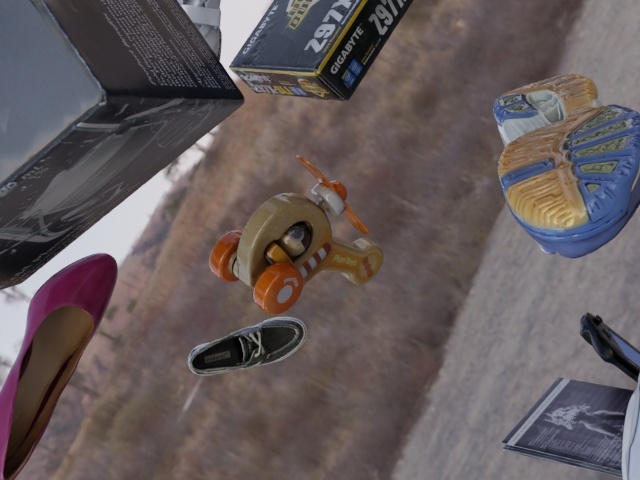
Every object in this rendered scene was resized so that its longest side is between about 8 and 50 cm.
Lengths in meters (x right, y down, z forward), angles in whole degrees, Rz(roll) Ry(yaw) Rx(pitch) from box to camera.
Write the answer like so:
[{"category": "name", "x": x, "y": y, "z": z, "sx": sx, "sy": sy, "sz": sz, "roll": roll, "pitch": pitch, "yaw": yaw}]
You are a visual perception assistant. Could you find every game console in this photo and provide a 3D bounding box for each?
[{"category": "game console", "x": 0.518, "y": 0.225, "z": 1.528, "sx": 0.044, "sy": 0.361, "sz": 0.213, "roll": -51, "pitch": 27, "yaw": 10}]

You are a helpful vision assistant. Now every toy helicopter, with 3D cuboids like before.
[{"category": "toy helicopter", "x": 0.000, "y": 0.000, "z": 1.715, "sx": 0.355, "sy": 0.140, "sz": 0.235, "roll": 14, "pitch": -75, "yaw": -53}]

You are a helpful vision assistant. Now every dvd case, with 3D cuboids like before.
[{"category": "dvd case", "x": 0.383, "y": 0.256, "z": 1.431, "sx": 0.164, "sy": 0.221, "sz": 0.018, "roll": -38, "pitch": -61, "yaw": -37}]

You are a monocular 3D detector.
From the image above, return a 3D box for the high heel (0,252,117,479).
[{"category": "high heel", "x": -0.410, "y": 0.198, "z": 1.622, "sx": 0.181, "sy": 0.127, "sz": 0.377, "roll": 28, "pitch": 84, "yaw": 50}]

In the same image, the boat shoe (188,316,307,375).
[{"category": "boat shoe", "x": -0.125, "y": 0.191, "z": 1.829, "sx": 0.219, "sy": 0.078, "sz": 0.070, "roll": -19, "pitch": -3, "yaw": -9}]

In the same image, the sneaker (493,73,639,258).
[{"category": "sneaker", "x": 0.205, "y": -0.038, "z": 0.820, "sx": 0.296, "sy": 0.111, "sz": 0.131, "roll": -68, "pitch": -38, "yaw": -66}]

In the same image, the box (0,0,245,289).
[{"category": "box", "x": -0.419, "y": -0.149, "z": 1.327, "sx": 0.480, "sy": 0.297, "sz": 0.472, "roll": -37, "pitch": -4, "yaw": 16}]

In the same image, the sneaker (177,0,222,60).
[{"category": "sneaker", "x": -0.253, "y": -0.493, "z": 2.040, "sx": 0.210, "sy": 0.137, "sz": 0.366, "roll": 116, "pitch": 156, "yaw": -67}]

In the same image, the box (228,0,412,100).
[{"category": "box", "x": 0.029, "y": -0.364, "z": 1.575, "sx": 0.257, "sy": 0.079, "sz": 0.322, "roll": 18, "pitch": 72, "yaw": 54}]

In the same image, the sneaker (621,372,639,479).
[{"category": "sneaker", "x": 0.297, "y": 0.106, "z": 0.859, "sx": 0.091, "sy": 0.094, "sz": 0.258, "roll": 106, "pitch": -175, "yaw": -76}]
